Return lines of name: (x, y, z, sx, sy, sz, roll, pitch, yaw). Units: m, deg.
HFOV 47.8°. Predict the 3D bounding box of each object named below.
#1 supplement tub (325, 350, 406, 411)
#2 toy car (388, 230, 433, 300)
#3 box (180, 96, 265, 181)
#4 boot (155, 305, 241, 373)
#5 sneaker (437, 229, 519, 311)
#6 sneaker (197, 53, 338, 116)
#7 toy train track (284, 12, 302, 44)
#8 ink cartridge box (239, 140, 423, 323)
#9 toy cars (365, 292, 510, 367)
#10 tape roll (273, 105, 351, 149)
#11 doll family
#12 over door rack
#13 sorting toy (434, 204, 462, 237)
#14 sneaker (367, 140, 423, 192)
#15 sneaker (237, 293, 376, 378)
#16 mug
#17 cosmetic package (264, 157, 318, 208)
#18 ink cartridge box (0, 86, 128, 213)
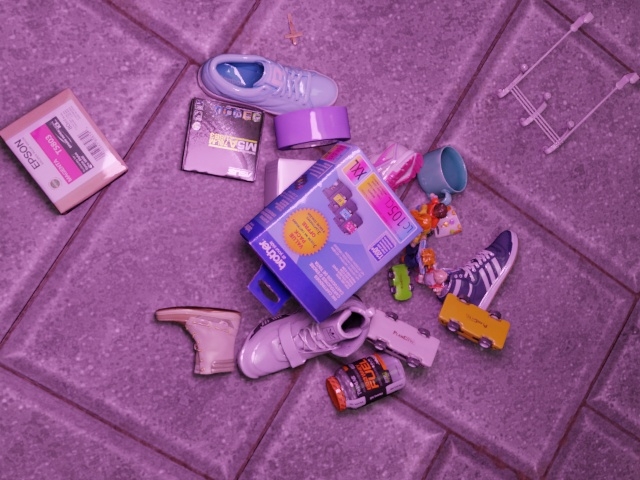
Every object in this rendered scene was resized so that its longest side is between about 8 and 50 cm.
supplement tub: (0.117, 0.367, 1.886, 0.190, 0.117, 0.117, -21, 95, -15)
toy car: (0.202, 0.048, 1.945, 0.238, 0.053, 0.225, -7, 92, -15)
box: (-0.245, -0.251, 1.824, 0.190, 0.045, 0.184, 10, 85, -15)
boot: (-0.307, 0.247, 1.789, 0.213, 0.077, 0.165, 6, 90, -19)
sneaker: (0.425, 0.072, 1.984, 0.153, 0.099, 0.282, 30, 85, -15)
sneaker: (-0.118, -0.387, 1.805, 0.365, 0.150, 0.135, 2, 90, -16)
toy train track: (-0.075, -0.552, 1.890, 0.048, 0.014, 0.083, -11, 87, -8)
ink cartridge box: (0.000, 0.000, 1.694, 0.395, 0.151, 0.270, -42, 108, -3)
toy cars: (0.300, 0.242, 1.887, 0.393, 0.087, 0.177, -11, 67, -17)
tape roll: (-0.021, -0.280, 1.812, 0.188, 0.189, 0.080, -9, 92, -16)
doll family: (0.254, 0.010, 1.845, 0.118, 0.163, 0.263, -1, 90, -15)
over door rack: (0.690, -0.437, 2.042, 0.324, 0.108, 0.239, -42, 100, 9)
sorting toy: (0.344, -0.045, 1.997, 0.075, 0.045, 0.083, -25, 97, 5)
sneaker: (0.149, -0.161, 1.914, 0.252, 0.103, 0.111, -43, 58, 3)
sneaker: (-0.031, 0.237, 1.796, 0.365, 0.210, 0.138, -26, 96, -14)
mug: (0.312, -0.172, 1.934, 0.130, 0.097, 0.158, 59, 44, -16)
cosmetic package: (-0.038, -0.122, 1.826, 0.183, 0.151, 0.152, 3, 90, -17)
ink cartridge box: (-0.600, -0.207, 1.701, 0.193, 0.088, 0.235, -38, 100, -14)
